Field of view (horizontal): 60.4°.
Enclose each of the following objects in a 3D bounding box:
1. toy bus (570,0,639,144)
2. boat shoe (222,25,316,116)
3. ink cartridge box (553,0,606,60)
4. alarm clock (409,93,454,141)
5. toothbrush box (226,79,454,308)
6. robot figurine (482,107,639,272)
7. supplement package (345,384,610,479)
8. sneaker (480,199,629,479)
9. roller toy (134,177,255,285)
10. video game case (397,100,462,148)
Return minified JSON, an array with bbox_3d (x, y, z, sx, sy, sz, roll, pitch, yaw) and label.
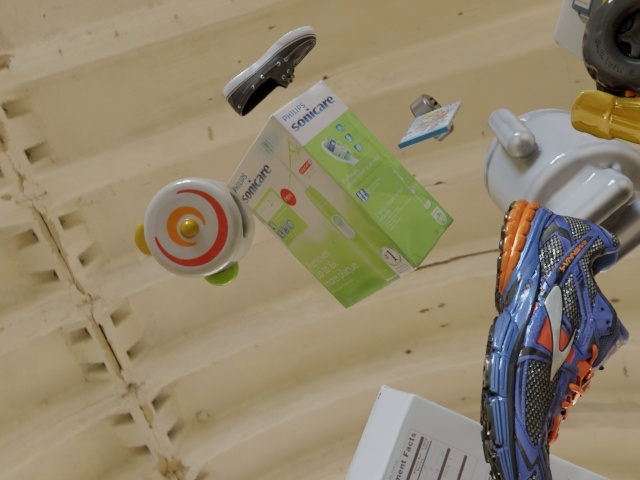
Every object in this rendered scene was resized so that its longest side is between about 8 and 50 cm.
[{"bbox_3d":[0.319,-0.153,0.387,0.149,0.211,0.220,-2,-62,-57],"label":"toy bus"},{"bbox_3d":[-0.092,-0.334,1.110,0.228,0.080,0.076,-34,-100,7],"label":"boat shoe"},{"bbox_3d":[0.414,-0.355,0.714,0.154,0.093,0.212,-21,-37,-12],"label":"ink cartridge box"},{"bbox_3d":[0.295,-0.324,1.450,0.064,0.192,0.129,-40,-89,29],"label":"alarm clock"},{"bbox_3d":[0.021,-0.058,0.835,0.283,0.206,0.122,48,-125,-2],"label":"toothbrush box"},{"bbox_3d":[0.384,-0.092,0.881,0.200,0.353,0.300,-42,-68,18],"label":"robot figurine"},{"bbox_3d":[0.172,0.280,0.637,0.244,0.139,0.134,24,-103,-3],"label":"supplement package"},{"bbox_3d":[0.154,0.070,0.360,0.083,0.087,0.221,60,-139,-59],"label":"sneaker"},{"bbox_3d":[-0.235,-0.027,1.066,0.209,0.146,0.191,28,-84,5],"label":"roller toy"},{"bbox_3d":[0.252,-0.266,1.261,0.015,0.119,0.166,60,-144,-20],"label":"video game case"}]
